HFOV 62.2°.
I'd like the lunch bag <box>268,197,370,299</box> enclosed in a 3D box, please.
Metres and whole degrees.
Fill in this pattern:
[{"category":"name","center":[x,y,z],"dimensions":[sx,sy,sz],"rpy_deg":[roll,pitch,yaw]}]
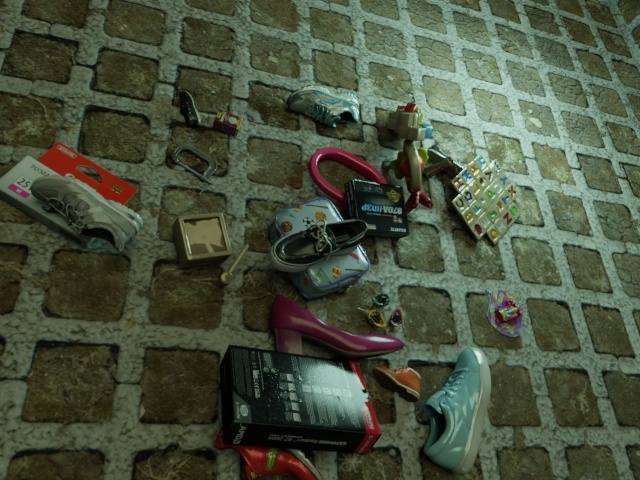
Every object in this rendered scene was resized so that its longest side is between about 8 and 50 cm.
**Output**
[{"category":"lunch bag","center":[0.001,0.025,1.595],"dimensions":[0.243,0.115,0.303],"rpy_deg":[-19,70,-32]}]

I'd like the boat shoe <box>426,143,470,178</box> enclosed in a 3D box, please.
[{"category":"boat shoe","center":[0.495,-0.294,2.002],"dimensions":[0.206,0.075,0.065],"rpy_deg":[35,58,5]}]

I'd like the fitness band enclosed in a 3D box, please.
[{"category":"fitness band","center":[0.093,-0.205,1.798],"dimensions":[0.291,0.054,0.209],"rpy_deg":[29,55,-6]}]

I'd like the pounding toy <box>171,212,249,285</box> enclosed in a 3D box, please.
[{"category":"pounding toy","center":[-0.299,0.035,1.482],"dimensions":[0.181,0.094,0.205],"rpy_deg":[-8,74,-31]}]

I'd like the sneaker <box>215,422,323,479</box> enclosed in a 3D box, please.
[{"category":"sneaker","center":[-0.128,0.528,1.273],"dimensions":[0.279,0.107,0.118],"rpy_deg":[29,64,7]}]

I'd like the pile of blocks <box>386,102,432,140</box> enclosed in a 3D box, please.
[{"category":"pile of blocks","center":[0.333,-0.430,1.875],"dimensions":[0.149,0.112,0.362],"rpy_deg":[3,19,-3]}]

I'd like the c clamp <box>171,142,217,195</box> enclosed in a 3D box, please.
[{"category":"c clamp","center":[-0.392,-0.230,1.632],"dimensions":[0.161,0.022,0.137],"rpy_deg":[37,55,0]}]

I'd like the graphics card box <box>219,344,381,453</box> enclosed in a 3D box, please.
[{"category":"graphics card box","center":[-0.056,0.390,1.303],"dimensions":[0.371,0.094,0.232],"rpy_deg":[13,33,-23]}]

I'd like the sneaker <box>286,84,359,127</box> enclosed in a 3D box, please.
[{"category":"sneaker","center":[0.019,-0.470,1.888],"dimensions":[0.283,0.110,0.122],"rpy_deg":[-1,66,-23]}]

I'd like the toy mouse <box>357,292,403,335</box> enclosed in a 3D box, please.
[{"category":"toy mouse","center":[0.201,0.214,1.616],"dimensions":[0.161,0.031,0.143],"rpy_deg":[41,55,3]}]

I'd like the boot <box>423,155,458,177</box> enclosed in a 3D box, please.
[{"category":"boot","center":[0.437,-0.249,1.933],"dimensions":[0.114,0.037,0.106],"rpy_deg":[-24,41,12]}]

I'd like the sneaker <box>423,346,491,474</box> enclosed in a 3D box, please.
[{"category":"sneaker","center":[0.375,0.450,1.491],"dimensions":[0.150,0.135,0.365],"rpy_deg":[26,54,-10]}]

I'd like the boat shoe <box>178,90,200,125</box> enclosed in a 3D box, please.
[{"category":"boat shoe","center":[-0.431,-0.428,1.712],"dimensions":[0.042,0.049,0.132],"rpy_deg":[-13,72,-37]}]

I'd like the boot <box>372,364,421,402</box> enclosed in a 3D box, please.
[{"category":"boot","center":[0.220,0.387,1.513],"dimensions":[0.158,0.059,0.084],"rpy_deg":[34,51,-11]}]

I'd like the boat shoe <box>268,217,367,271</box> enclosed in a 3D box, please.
[{"category":"boat shoe","center":[0.002,0.004,1.470],"dimensions":[0.307,0.105,0.113],"rpy_deg":[-9,63,-31]}]

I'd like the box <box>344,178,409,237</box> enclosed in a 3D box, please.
[{"category":"box","center":[0.185,-0.100,1.729],"dimensions":[0.220,0.051,0.175],"rpy_deg":[4,73,-35]}]

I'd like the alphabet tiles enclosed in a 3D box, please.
[{"category":"alphabet tiles","center":[0.617,-0.157,1.966],"dimensions":[0.343,0.011,0.285],"rpy_deg":[-40,98,-34]}]

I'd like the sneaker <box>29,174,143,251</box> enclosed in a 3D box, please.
[{"category":"sneaker","center":[-0.599,-0.069,1.334],"dimensions":[0.282,0.105,0.115],"rpy_deg":[25,56,-9]}]

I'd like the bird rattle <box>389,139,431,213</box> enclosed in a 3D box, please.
[{"category":"bird rattle","center":[0.307,-0.228,1.820],"dimensions":[0.143,0.206,0.253],"rpy_deg":[-3,54,9]}]

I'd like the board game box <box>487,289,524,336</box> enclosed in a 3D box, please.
[{"category":"board game box","center":[0.631,0.237,1.779],"dimensions":[0.133,0.033,0.168],"rpy_deg":[29,55,-5]}]

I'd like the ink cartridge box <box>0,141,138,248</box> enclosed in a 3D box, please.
[{"category":"ink cartridge box","center":[-0.679,-0.142,1.442],"dimensions":[0.275,0.060,0.238],"rpy_deg":[32,56,-3]}]

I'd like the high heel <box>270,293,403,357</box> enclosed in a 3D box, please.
[{"category":"high heel","center":[0.050,0.236,1.477],"dimensions":[0.378,0.127,0.181],"rpy_deg":[3,70,-18]}]

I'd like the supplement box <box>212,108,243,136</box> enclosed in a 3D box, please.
[{"category":"supplement box","center":[-0.304,-0.387,1.744],"dimensions":[0.083,0.043,0.054],"rpy_deg":[20,58,-10]}]
